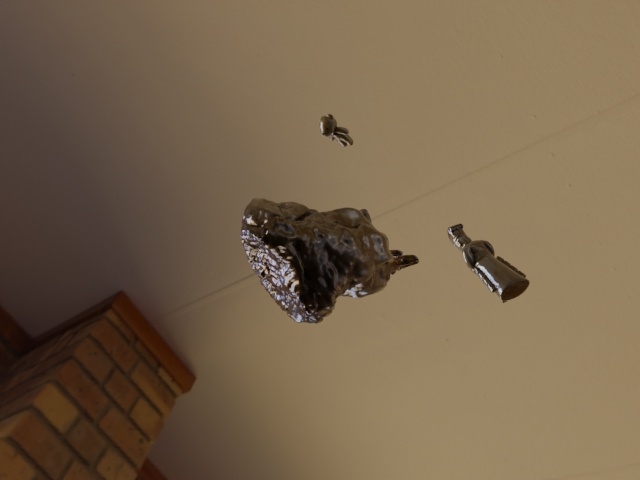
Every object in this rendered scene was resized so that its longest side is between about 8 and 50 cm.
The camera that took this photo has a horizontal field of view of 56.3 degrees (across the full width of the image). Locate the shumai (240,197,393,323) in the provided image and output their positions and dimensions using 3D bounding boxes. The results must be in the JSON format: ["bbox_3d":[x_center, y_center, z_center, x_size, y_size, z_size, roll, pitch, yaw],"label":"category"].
[{"bbox_3d":[-0.002,0.000,0.848,0.185,0.184,0.218,-40,-53,-18],"label":"shumai"}]

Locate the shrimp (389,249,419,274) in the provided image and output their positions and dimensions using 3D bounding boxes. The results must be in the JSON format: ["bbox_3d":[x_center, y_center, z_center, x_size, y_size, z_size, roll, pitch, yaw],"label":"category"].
[{"bbox_3d":[0.133,0.045,1.211,0.162,0.095,0.045,-10,-84,33],"label":"shrimp"}]

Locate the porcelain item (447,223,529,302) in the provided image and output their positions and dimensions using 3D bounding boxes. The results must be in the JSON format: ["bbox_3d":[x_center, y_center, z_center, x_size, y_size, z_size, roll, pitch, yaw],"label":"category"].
[{"bbox_3d":[0.344,0.041,1.275,0.084,0.213,0.054,-16,-48,-23],"label":"porcelain item"}]

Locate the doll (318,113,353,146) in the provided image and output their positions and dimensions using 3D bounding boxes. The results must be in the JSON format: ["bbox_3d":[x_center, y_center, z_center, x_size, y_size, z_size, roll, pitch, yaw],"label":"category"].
[{"bbox_3d":[0.038,-0.256,1.393,0.093,0.051,0.061,17,-18,-37],"label":"doll"}]
